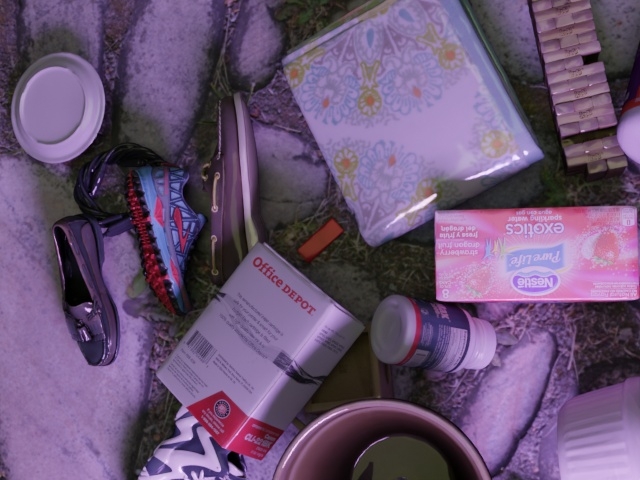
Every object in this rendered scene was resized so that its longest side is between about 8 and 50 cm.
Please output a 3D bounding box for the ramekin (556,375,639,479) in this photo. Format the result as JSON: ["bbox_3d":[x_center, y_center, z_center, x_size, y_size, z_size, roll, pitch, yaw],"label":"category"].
[{"bbox_3d":[0.430,0.339,1.423,0.127,0.273,0.273,-12,83,22],"label":"ramekin"}]

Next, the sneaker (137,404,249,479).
[{"bbox_3d":[-0.198,0.385,1.620,0.153,0.094,0.235,28,81,21],"label":"sneaker"}]

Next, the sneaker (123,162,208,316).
[{"bbox_3d":[-0.238,-0.003,1.654,0.125,0.104,0.262,-18,104,-28],"label":"sneaker"}]

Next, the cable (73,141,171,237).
[{"bbox_3d":[-0.340,-0.096,1.721,0.184,0.047,0.151,-27,76,10],"label":"cable"}]

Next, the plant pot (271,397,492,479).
[{"bbox_3d":[0.107,0.387,1.465,0.323,0.280,0.323,-1,86,11],"label":"plant pot"}]

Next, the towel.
[{"bbox_3d":[0.140,-0.222,1.593,0.320,0.090,0.375,-29,80,20],"label":"towel"}]

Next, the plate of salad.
[{"bbox_3d":[-0.464,-0.236,1.751,0.199,0.048,0.200,-2,86,22],"label":"plate of salad"}]

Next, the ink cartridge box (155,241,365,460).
[{"bbox_3d":[-0.094,0.169,1.532,0.197,0.114,0.273,38,91,37],"label":"ink cartridge box"}]

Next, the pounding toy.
[{"bbox_3d":[0.010,0.244,1.584,0.206,0.094,0.181,-10,71,17],"label":"pounding toy"}]

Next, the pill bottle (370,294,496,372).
[{"bbox_3d":[0.178,0.149,1.525,0.180,0.108,0.108,12,87,-30],"label":"pill bottle"}]

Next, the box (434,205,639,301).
[{"bbox_3d":[0.330,0.025,1.518,0.299,0.154,0.142,-1,85,10],"label":"box"}]

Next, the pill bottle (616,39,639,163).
[{"bbox_3d":[0.563,-0.269,1.464,0.181,0.181,0.323,15,73,12],"label":"pill bottle"}]

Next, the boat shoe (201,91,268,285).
[{"bbox_3d":[-0.151,-0.085,1.644,0.096,0.116,0.325,-6,90,7],"label":"boat shoe"}]

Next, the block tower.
[{"bbox_3d":[0.402,-0.264,1.559,0.090,0.097,0.336,-12,82,9],"label":"block tower"}]

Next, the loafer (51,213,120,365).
[{"bbox_3d":[-0.412,0.089,1.677,0.096,0.084,0.268,-9,91,25],"label":"loafer"}]

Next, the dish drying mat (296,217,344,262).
[{"bbox_3d":[0.000,0.000,1.659,0.083,0.008,0.032,-42,80,4],"label":"dish drying mat"}]
